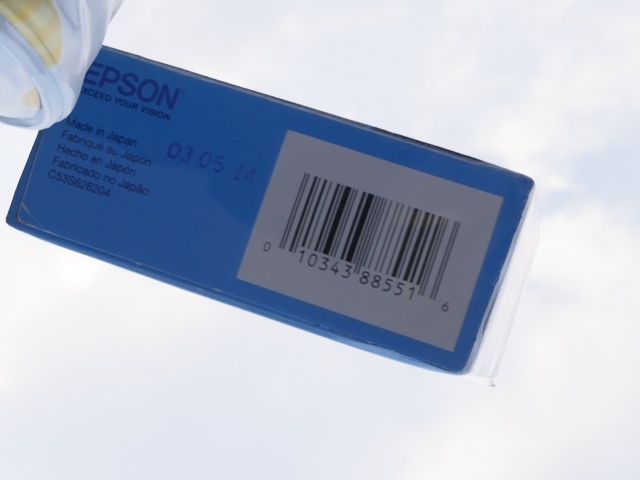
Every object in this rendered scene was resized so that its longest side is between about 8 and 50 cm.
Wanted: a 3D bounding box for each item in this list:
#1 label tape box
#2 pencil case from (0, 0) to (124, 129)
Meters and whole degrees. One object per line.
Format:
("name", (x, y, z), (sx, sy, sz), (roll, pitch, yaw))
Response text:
("label tape box", (0.000, 0.000, 0.768), (0.240, 0.333, 0.106), (18, -93, 12))
("pencil case", (-0.064, -0.168, 0.387), (0.273, 0.113, 0.124), (-63, -164, -14))
